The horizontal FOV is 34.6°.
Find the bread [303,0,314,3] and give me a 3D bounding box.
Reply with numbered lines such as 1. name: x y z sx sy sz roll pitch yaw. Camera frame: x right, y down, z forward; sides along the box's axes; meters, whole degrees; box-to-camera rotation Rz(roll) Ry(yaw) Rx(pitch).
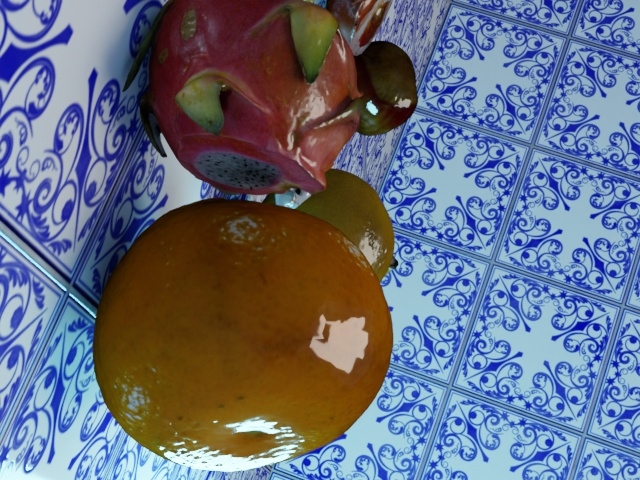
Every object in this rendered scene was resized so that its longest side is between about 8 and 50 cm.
1. bread: -0.057 -0.374 1.551 0.156 0.125 0.086 -55 170 24

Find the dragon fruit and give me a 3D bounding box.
1. dragon fruit: -0.094 -0.160 1.267 0.290 0.290 0.189 89 16 -64

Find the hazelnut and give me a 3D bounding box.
1. hazelnut: 0.124 -0.366 2.435 0.229 0.229 0.229 19 90 -81

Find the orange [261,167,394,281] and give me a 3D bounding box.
1. orange: 0.000 0.000 1.892 0.274 0.274 0.274 19 90 -81

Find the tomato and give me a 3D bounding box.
1. tomato: 0.068 -0.486 2.097 0.199 0.112 0.228 -61 168 -12

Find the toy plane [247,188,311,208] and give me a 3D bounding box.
1. toy plane: -0.084 -0.162 1.702 0.267 0.122 0.267 1 88 -58

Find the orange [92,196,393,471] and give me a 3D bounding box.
1. orange: -0.108 0.125 1.416 0.424 0.424 0.326 96 -17 -54

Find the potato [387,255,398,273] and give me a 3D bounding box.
1. potato: -0.009 0.043 2.548 0.296 0.290 0.397 -44 -144 9
